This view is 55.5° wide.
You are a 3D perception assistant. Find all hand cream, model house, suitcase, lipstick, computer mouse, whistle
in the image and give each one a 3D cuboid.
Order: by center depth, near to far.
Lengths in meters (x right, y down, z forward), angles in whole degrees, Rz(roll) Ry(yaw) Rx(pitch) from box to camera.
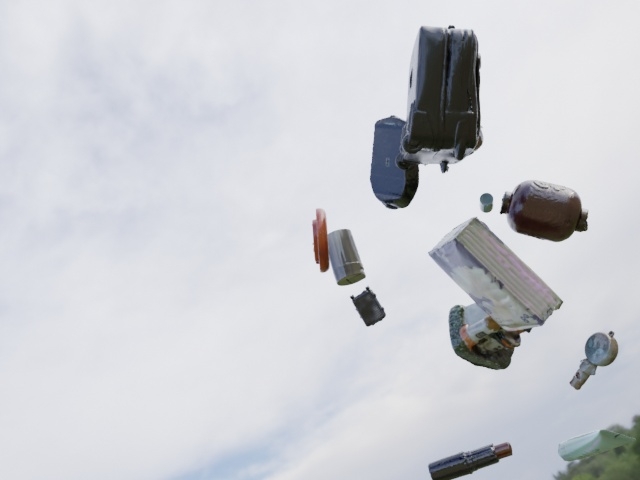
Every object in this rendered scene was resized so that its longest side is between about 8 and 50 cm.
[{"bbox_3d":[0.605,0.454,1.360,0.078,0.050,0.205,19,-31,-3],"label":"hand cream"},{"bbox_3d":[0.294,-0.355,1.539,0.188,0.339,0.345,3,-1,6],"label":"suitcase"},{"bbox_3d":[0.848,0.370,1.885,0.057,0.107,0.220,20,-71,-20],"label":"whistle"},{"bbox_3d":[0.238,-0.240,1.890,0.087,0.168,0.295,-10,-72,-34],"label":"computer mouse"},{"bbox_3d":[0.161,0.224,2.058,0.086,0.126,0.059,-31,-4,7],"label":"suitcase"},{"bbox_3d":[0.626,0.288,2.070,0.271,0.190,0.301,25,-43,-25],"label":"model house"},{"bbox_3d":[0.520,0.766,2.110,0.299,0.081,0.081,-22,-30,12],"label":"lipstick"}]

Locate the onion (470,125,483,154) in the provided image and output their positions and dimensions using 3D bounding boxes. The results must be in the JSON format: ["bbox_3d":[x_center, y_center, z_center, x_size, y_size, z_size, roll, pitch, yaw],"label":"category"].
[{"bbox_3d":[0.445,-0.365,2.160,0.272,0.272,0.195,-14,-46,-32],"label":"onion"}]

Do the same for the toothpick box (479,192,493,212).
[{"bbox_3d":[0.619,-0.140,2.270,0.052,0.052,0.083,-38,-22,1],"label":"toothpick box"}]

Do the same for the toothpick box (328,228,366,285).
[{"bbox_3d":[0.085,0.062,2.168,0.111,0.181,0.111,-15,-22,-6],"label":"toothpick box"}]

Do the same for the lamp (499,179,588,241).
[{"bbox_3d":[0.670,-0.091,1.821,0.180,0.258,0.180,14,-90,-77],"label":"lamp"}]

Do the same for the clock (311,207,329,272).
[{"bbox_3d":[0.000,0.000,1.917,0.051,0.205,0.205,-4,-37,-1],"label":"clock"}]

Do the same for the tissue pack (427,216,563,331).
[{"bbox_3d":[0.489,0.105,1.733,0.125,0.344,0.242,-44,-3,-15],"label":"tissue pack"}]
